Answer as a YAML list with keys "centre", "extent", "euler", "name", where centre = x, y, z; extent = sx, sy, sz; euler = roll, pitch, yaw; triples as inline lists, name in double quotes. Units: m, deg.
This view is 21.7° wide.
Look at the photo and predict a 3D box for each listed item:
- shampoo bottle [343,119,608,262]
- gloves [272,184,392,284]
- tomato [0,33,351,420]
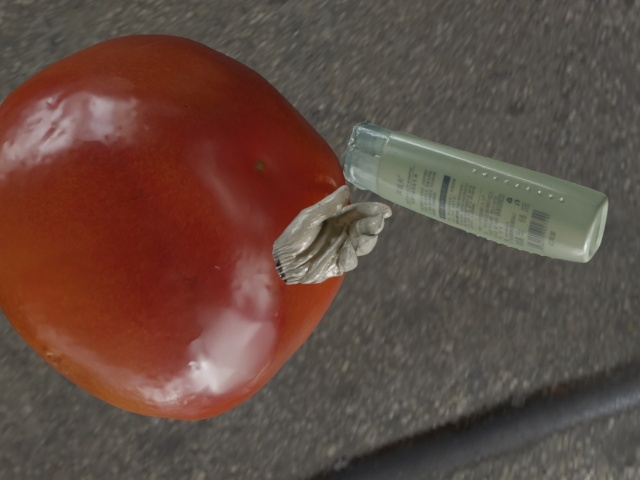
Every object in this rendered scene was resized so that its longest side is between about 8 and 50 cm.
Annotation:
- centre: [0.121, -0.040, 1.330]
  extent: [0.212, 0.049, 0.072]
  euler: [22, 138, 18]
  name: "shampoo bottle"
- centre: [0.001, -0.001, 0.865]
  extent: [0.081, 0.037, 0.044]
  euler: [-15, 109, 34]
  name: "gloves"
- centre: [-0.092, -0.018, 1.078]
  extent: [0.180, 0.260, 0.260]
  euler: [-20, 104, 44]
  name: "tomato"
